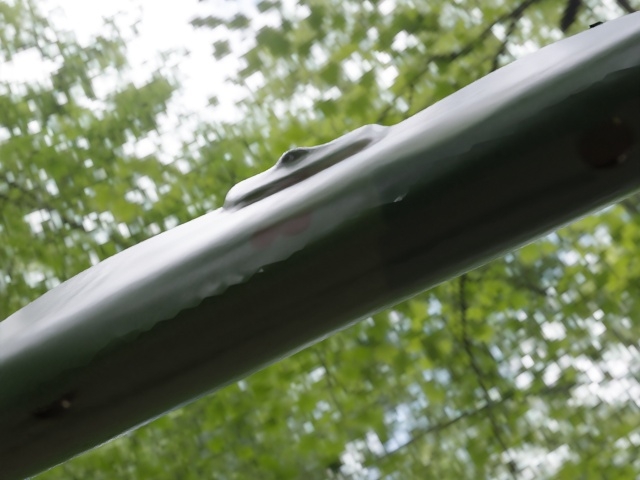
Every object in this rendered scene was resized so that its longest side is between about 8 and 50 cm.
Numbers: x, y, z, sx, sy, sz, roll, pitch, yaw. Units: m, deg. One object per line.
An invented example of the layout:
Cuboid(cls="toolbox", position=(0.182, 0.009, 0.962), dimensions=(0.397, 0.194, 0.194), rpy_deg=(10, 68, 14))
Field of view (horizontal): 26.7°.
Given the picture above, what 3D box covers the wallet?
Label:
Cuboid(cls="wallet", position=(0.000, 0.000, 0.616), dimensions=(0.360, 0.252, 0.083), rpy_deg=(-25, -84, 4))
